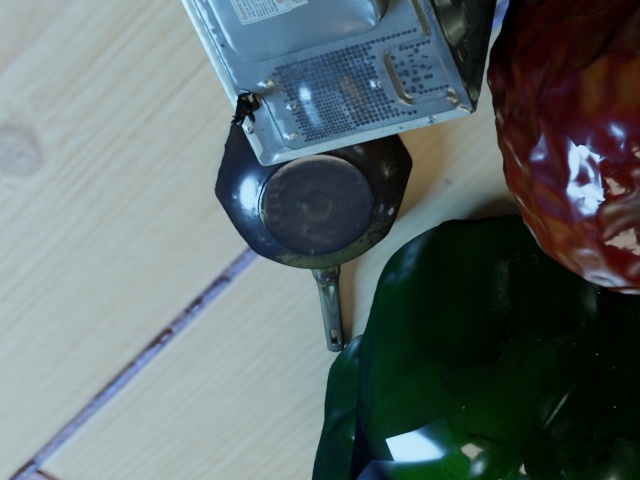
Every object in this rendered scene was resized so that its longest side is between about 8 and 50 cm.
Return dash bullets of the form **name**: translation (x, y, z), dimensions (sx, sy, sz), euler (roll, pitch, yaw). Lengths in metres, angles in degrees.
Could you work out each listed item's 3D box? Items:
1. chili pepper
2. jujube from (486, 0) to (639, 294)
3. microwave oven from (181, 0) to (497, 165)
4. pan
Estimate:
- **chili pepper**: translation (0.116, 0.127, 1.023), dimensions (0.233, 0.257, 0.248), euler (16, 122, 1)
- **jujube**: translation (0.203, -0.081, 0.869), dimensions (0.213, 0.232, 0.213), euler (3, 134, 3)
- **microwave oven**: translation (-0.004, -0.190, 0.843), dimensions (0.145, 0.194, 0.240), euler (-14, 122, 18)
- **pan**: translation (0.015, -0.007, 1.047), dimensions (0.128, 0.048, 0.202), euler (-28, 120, 13)
